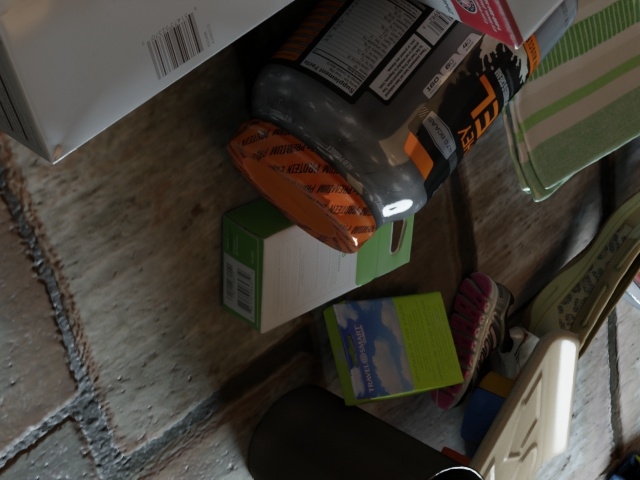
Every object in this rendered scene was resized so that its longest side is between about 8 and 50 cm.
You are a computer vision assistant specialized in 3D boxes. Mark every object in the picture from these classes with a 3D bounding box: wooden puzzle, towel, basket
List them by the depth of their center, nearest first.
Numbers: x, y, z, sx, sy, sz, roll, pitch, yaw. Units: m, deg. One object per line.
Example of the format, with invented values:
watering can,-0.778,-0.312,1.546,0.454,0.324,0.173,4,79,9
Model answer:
basket,0.044,0.260,1.559,0.154,0.227,0.204,-41,138,-21
towel,0.265,-0.234,1.560,0.248,0.038,0.325,-31,117,-30
wooden puzzle,0.191,0.300,1.805,0.348,0.080,0.322,-51,154,-25

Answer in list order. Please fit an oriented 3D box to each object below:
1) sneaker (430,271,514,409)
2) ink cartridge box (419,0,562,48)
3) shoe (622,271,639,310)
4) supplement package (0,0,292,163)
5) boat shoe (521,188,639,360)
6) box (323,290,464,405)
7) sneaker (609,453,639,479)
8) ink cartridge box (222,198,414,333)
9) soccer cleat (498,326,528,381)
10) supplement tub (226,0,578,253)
sneaker,0.184,0.122,1.754,0.075,0.063,0.170,10,102,-44
ink cartridge box,0.068,-0.297,1.191,0.114,0.273,0.197,-47,140,-10
shoe,0.427,0.040,1.966,0.081,0.063,0.178,-52,137,-2
supplement package,-0.163,-0.224,1.084,0.262,0.145,0.204,-38,136,-25
boat shoe,0.377,0.030,1.840,0.285,0.089,0.104,-47,156,6
box,0.074,0.116,1.602,0.178,0.042,0.109,-4,76,-46
sneaker,0.507,0.356,2.257,0.209,0.069,0.082,-16,121,-41
ink cartridge box,0.000,0.000,1.474,0.209,0.062,0.109,-24,130,-37
soccer cleat,0.236,0.147,1.858,0.036,0.029,0.083,-5,114,-36
supplement tub,0.071,-0.154,1.348,0.316,0.193,0.193,-50,141,-11
